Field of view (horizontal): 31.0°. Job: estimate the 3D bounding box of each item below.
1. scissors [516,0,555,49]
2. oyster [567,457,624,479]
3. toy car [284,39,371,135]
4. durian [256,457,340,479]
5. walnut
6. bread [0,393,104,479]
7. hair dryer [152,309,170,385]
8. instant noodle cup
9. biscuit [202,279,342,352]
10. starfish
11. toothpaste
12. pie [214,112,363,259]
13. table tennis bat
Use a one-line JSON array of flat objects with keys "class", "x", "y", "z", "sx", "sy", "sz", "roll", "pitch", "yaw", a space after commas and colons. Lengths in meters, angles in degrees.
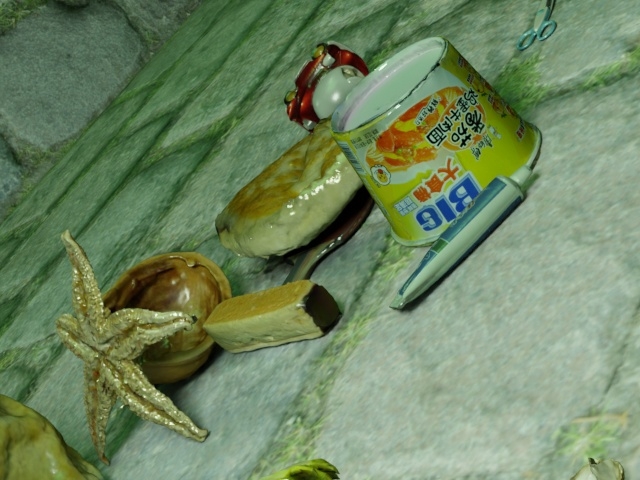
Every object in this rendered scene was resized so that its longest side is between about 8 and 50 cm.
[{"class": "scissors", "x": 0.284, "y": -0.287, "z": 1.485, "sx": 0.058, "sy": 0.014, "sz": 0.119, "roll": -23, "pitch": 30, "yaw": 39}, {"class": "oyster", "x": 0.141, "y": 0.196, "z": 0.698, "sx": 0.148, "sy": 0.051, "sz": 0.103, "roll": -45, "pitch": 2, "yaw": -9}, {"class": "toy car", "x": 0.021, "y": -0.210, "z": 1.703, "sx": 0.139, "sy": 0.112, "sz": 0.112, "roll": -49, "pitch": 35, "yaw": 9}, {"class": "durian", "x": -0.076, "y": 0.220, "z": 0.822, "sx": 0.352, "sy": 0.169, "sz": 0.158, "roll": 113, "pitch": 173, "yaw": -72}, {"class": "walnut", "x": -0.189, "y": 0.110, "z": 1.403, "sx": 0.167, "sy": 0.087, "sz": 0.211, "roll": 13, "pitch": 42, "yaw": 18}, {"class": "bread", "x": -0.383, "y": 0.266, "z": 1.229, "sx": 0.239, "sy": 0.252, "sz": 0.196, "roll": -30, "pitch": 24, "yaw": 22}, {"class": "hair dryer", "x": -0.209, "y": 0.153, "z": 1.465, "sx": 0.071, "sy": 0.047, "sz": 0.150, "roll": -31, "pitch": 33, "yaw": 33}, {"class": "instant noodle cup", "x": 0.112, "y": -0.112, "z": 1.243, "sx": 0.205, "sy": 0.153, "sz": 0.205, "roll": -37, "pitch": 20, "yaw": 16}, {"class": "biscuit", "x": -0.056, "y": 0.088, "z": 1.277, "sx": 0.188, "sy": 0.056, "sz": 0.052, "roll": -15, "pitch": 35, "yaw": 49}, {"class": "starfish", "x": -0.217, "y": 0.140, "z": 1.260, "sx": 0.231, "sy": 0.295, "sz": 0.048, "roll": 17, "pitch": 27, "yaw": 32}, {"class": "toothpaste", "x": 0.139, "y": -0.003, "z": 1.141, "sx": 0.197, "sy": 0.035, "sz": 0.057, "roll": -45, "pitch": 4, "yaw": -5}, {"class": "pie", "x": 0.007, "y": -0.095, "z": 1.468, "sx": 0.339, "sy": 0.077, "sz": 0.339, "roll": -36, "pitch": 13, "yaw": 10}, {"class": "table tennis bat", "x": 0.000, "y": 0.000, "z": 1.410, "sx": 0.130, "sy": 0.019, "sz": 0.220, "roll": -23, "pitch": 25, "yaw": 41}]
